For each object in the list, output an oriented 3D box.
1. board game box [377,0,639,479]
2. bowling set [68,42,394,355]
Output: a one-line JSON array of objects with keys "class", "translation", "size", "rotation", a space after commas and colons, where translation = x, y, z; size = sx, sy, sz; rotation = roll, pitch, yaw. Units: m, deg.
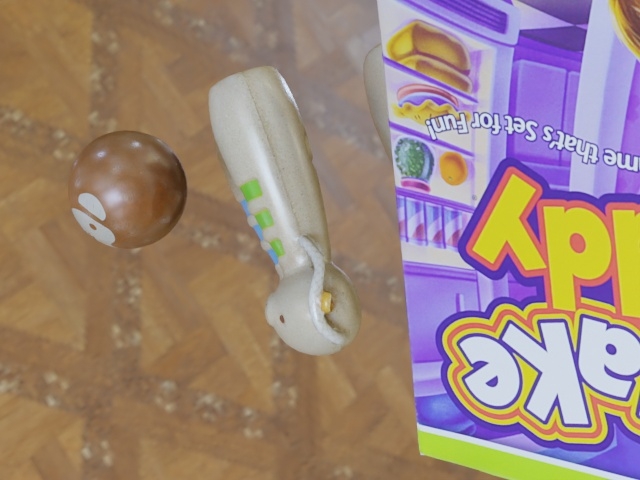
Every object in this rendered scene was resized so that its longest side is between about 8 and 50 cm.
[{"class": "board game box", "translation": [0.173, -0.033, 0.337], "size": [0.078, 0.347, 0.233], "rotation": [-28, 118, -45]}, {"class": "bowling set", "translation": [0.000, 0.000, 0.720], "size": [0.287, 0.200, 0.154], "rotation": [28, 42, -87]}]
